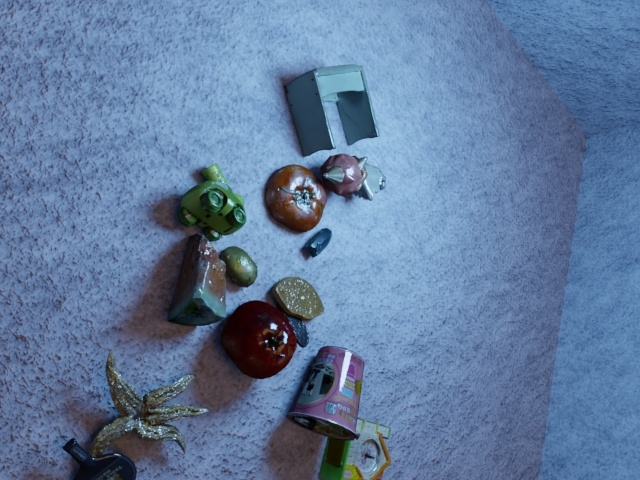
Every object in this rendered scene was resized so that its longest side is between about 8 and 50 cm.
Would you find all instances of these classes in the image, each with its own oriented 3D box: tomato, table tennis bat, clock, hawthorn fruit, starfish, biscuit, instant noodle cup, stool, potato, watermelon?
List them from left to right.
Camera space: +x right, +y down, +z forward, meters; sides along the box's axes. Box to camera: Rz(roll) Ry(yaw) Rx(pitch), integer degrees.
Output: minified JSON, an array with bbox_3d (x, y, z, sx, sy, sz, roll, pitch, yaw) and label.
[{"bbox_3d":[-0.548,0.565,1.283,0.150,0.027,0.237,-35,124,-20],"label":"table tennis bat"},{"bbox_3d":[-0.441,0.437,1.383,0.293,0.084,0.302,10,86,-36],"label":"starfish"},{"bbox_3d":[-0.335,0.099,1.476,0.139,0.192,0.257,17,60,-39],"label":"watermelon"},{"bbox_3d":[-0.246,0.081,1.605,0.091,0.070,0.138,-48,115,-34],"label":"potato"},{"bbox_3d":[-0.168,0.296,1.531,0.210,0.266,0.230,-28,100,-20],"label":"hawthorn fruit"},{"bbox_3d":[-0.073,0.191,1.751,0.220,0.028,0.142,25,53,-37],"label":"biscuit"},{"bbox_3d":[-0.065,-0.143,1.770,0.236,0.095,0.237,4,83,-40],"label":"tomato"},{"bbox_3d":[0.038,0.493,1.721,0.244,0.243,0.255,40,55,-31],"label":"instant noodle cup"},{"bbox_3d":[0.043,-0.458,1.847,0.243,0.170,0.270,-21,100,-39],"label":"stool"},{"bbox_3d":[0.143,0.744,1.845,0.255,0.106,0.220,28,68,-36],"label":"clock"}]

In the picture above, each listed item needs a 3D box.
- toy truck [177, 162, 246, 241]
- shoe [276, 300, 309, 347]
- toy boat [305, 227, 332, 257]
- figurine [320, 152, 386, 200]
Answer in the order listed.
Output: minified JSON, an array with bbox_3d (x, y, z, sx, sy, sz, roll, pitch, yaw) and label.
[{"bbox_3d":[-0.300,-0.109,1.544,0.187,0.148,0.211,49,32,-24],"label":"toy truck"},{"bbox_3d":[-0.100,0.273,1.730,0.071,0.049,0.179,-26,85,-55],"label":"shoe"},{"bbox_3d":[0.000,0.000,1.836,0.141,0.060,0.055,-48,114,-41],"label":"toy boat"},{"bbox_3d":[0.105,-0.237,1.849,0.386,0.166,0.207,4,50,-57],"label":"figurine"}]
